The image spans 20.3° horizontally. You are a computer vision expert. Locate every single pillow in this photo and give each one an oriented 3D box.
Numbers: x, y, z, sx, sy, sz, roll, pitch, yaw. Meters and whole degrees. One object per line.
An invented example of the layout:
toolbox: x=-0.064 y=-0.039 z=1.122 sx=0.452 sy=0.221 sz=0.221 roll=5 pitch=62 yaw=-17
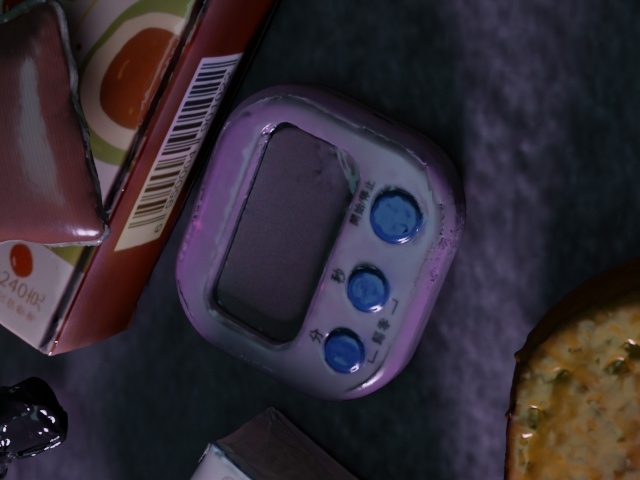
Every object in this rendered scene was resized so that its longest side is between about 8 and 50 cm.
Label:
pillow: x=-0.233 y=-0.072 z=1.233 sx=0.179 sy=0.075 sz=0.171 roll=-7 pitch=95 yaw=24

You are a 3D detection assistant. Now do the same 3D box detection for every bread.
bread: x=0.248 y=0.157 z=1.146 sx=0.312 sy=0.172 sz=0.312 roll=3 pitch=98 yaw=24

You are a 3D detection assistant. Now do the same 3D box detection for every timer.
timer: x=0.000 y=0.000 z=1.285 sx=0.190 sy=0.069 sz=0.209 roll=27 pitch=109 yaw=17

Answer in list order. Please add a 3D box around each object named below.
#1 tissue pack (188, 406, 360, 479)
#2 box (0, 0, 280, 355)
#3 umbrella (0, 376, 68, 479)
tissue pack: x=-0.043 y=0.272 z=1.315 sx=0.185 sy=0.124 sz=0.225 roll=38 pitch=111 yaw=13
box: x=-0.254 y=-0.163 z=1.338 sx=0.385 sy=0.122 sz=0.345 roll=32 pitch=110 yaw=16
umbrella: x=-0.360 y=0.184 z=1.447 sx=0.336 sy=0.128 sz=0.154 roll=-38 pitch=98 yaw=18
